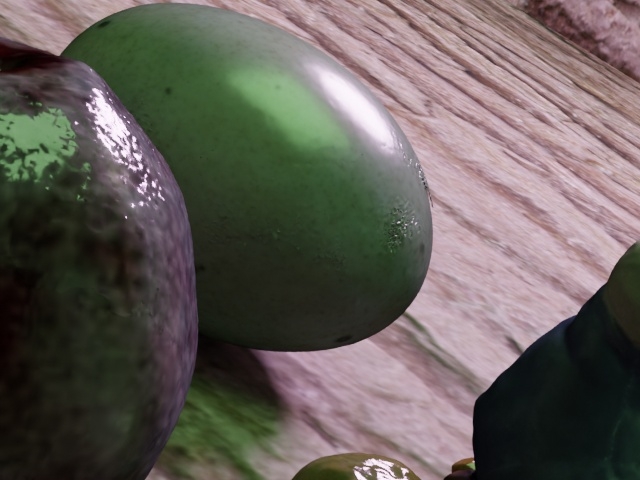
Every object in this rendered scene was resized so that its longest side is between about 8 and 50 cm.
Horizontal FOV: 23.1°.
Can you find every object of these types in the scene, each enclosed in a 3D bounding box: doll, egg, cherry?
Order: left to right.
[{"bbox_3d":[-0.129,0.017,0.568,0.195,0.195,0.195,26,18,-9],"label":"cherry"},{"bbox_3d":[-0.047,-0.034,0.855,0.236,0.169,0.169,34,18,5],"label":"egg"},{"bbox_3d":[0.173,0.121,0.694,0.258,0.154,0.228,21,59,-43],"label":"doll"}]

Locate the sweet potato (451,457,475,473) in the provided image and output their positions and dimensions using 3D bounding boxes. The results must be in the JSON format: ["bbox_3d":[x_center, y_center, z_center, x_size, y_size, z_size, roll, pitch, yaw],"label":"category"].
[{"bbox_3d":[0.153,0.159,0.821,0.202,0.058,0.055,25,-25,-24],"label":"sweet potato"}]

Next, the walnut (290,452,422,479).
[{"bbox_3d":[0.017,0.130,0.646,0.092,0.092,0.092,26,18,-9],"label":"walnut"}]
